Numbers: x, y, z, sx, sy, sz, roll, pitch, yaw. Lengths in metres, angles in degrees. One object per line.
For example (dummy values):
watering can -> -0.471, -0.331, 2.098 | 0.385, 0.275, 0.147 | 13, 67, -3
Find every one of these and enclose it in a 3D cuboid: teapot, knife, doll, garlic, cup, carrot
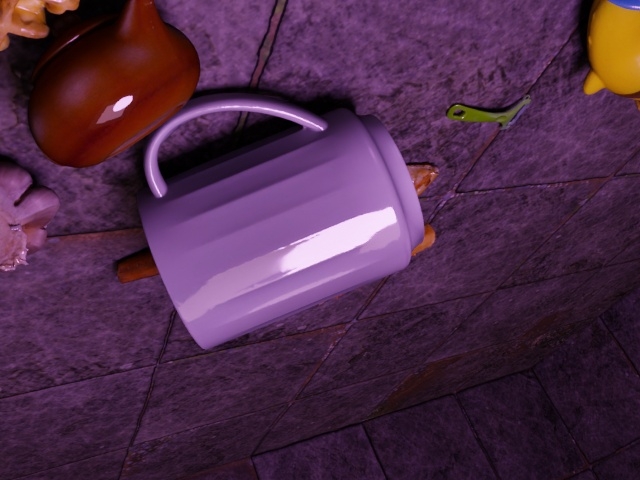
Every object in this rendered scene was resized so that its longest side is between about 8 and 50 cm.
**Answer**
teapot -> -0.224, -0.153, 0.624 | 0.252, 0.135, 0.178 | -23, -166, 39
knife -> 0.275, -0.209, 1.027 | 0.166, 0.023, 0.078 | -7, 142, -33
doll -> 0.471, -0.291, 0.925 | 0.199, 0.145, 0.363 | -34, 144, 26
garlic -> -0.374, -0.021, 0.740 | 0.131, 0.127, 0.194 | 4, 171, -14
cup -> -0.060, -0.055, 0.832 | 0.327, 0.237, 0.323 | -23, 122, -3
carrot -> -0.237, 0.027, 0.984 | 0.161, 0.055, 0.055 | -15, 151, -5

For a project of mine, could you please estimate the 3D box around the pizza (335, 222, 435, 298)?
pizza -> 0.051, 0.054, 1.166 | 0.335, 0.086, 0.226 | -22, 171, -6

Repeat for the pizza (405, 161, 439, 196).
pizza -> 0.117, -0.095, 1.075 | 0.184, 0.036, 0.176 | -29, 152, 6

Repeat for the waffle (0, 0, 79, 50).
waffle -> -0.296, -0.224, 0.499 | 0.211, 0.055, 0.160 | 4, 139, -45
